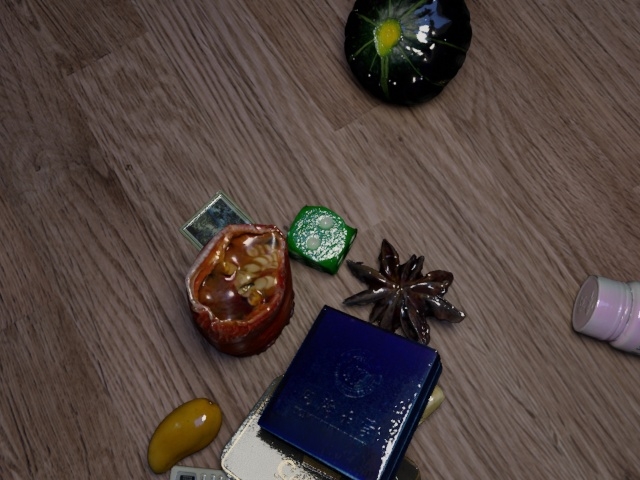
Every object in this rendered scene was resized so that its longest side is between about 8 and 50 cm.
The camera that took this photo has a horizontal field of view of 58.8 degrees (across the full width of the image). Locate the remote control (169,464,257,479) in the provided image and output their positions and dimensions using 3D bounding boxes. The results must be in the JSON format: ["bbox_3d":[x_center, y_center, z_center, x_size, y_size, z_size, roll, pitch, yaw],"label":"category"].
[{"bbox_3d":[-0.219,0.512,1.160,0.190,0.029,0.087,2,72,10],"label":"remote control"}]

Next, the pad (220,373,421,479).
[{"bbox_3d":[-0.014,0.477,1.125,0.376,0.063,0.315,33,66,10],"label":"pad"}]

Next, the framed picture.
[{"bbox_3d":[-0.220,-0.014,1.319,0.183,0.011,0.142,44,81,11],"label":"framed picture"}]

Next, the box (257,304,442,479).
[{"bbox_3d":[0.062,0.303,1.113,0.262,0.116,0.278,19,67,27],"label":"box"}]

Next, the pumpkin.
[{"bbox_3d":[0.210,-0.466,1.316,0.296,0.296,0.295,0,76,2],"label":"pumpkin"}]

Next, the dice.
[{"bbox_3d":[0.000,0.000,1.248,0.131,0.128,0.120,26,80,7],"label":"dice"}]

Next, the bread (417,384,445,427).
[{"bbox_3d":[0.191,0.316,1.185,0.106,0.082,0.125,-30,58,-15],"label":"bread"}]

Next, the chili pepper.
[{"bbox_3d":[-0.146,0.098,1.136,0.229,0.305,0.251,41,73,2],"label":"chili pepper"}]

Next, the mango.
[{"bbox_3d":[-0.284,0.402,1.180,0.184,0.085,0.102,-41,80,2],"label":"mango"}]

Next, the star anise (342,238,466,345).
[{"bbox_3d":[0.173,0.115,1.220,0.283,0.129,0.212,24,71,16],"label":"star anise"}]

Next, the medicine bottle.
[{"bbox_3d":[0.670,0.166,1.171,0.255,0.152,0.151,15,77,7],"label":"medicine bottle"}]
